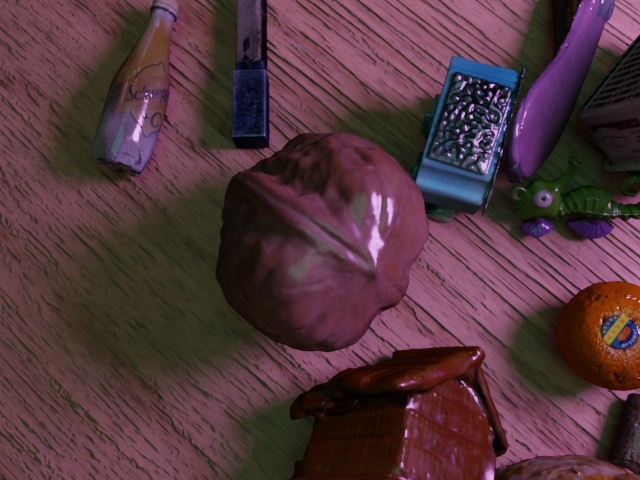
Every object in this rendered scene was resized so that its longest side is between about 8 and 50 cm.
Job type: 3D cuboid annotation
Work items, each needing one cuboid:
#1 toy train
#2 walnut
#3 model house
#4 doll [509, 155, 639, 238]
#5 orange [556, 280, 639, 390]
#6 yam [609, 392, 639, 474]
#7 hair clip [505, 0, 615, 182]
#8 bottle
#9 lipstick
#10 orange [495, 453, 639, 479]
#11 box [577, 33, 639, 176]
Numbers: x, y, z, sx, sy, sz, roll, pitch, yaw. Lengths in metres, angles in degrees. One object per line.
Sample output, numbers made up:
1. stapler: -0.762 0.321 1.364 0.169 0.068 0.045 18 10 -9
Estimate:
1. toy train: 0.182 -0.127 0.777 0.112 0.163 0.204 14 82 8
2. walnut: -0.002 0.002 0.721 0.273 0.273 0.227 -18 119 1
3. model house: 0.095 0.236 0.734 0.219 0.199 0.229 43 48 -26
4. doll: 0.344 -0.053 0.785 0.190 0.115 0.050 5 40 7
5. orange: 0.366 0.119 0.749 0.135 0.117 0.136 -5 71 15
6. yam: 0.399 0.244 0.762 0.043 0.043 0.094 20 81 7
7. hair clip: 0.319 -0.221 0.809 0.095 0.110 0.359 23 70 2
8. bottle: -0.256 -0.229 0.864 0.083 0.083 0.270 11 80 6
9. lipstick: -0.101 -0.291 0.883 0.051 0.051 0.313 -2 78 5
10. orange: 0.354 0.409 0.658 0.368 0.210 0.271 29 81 6
11. box: 0.473 -0.175 0.705 0.166 0.290 0.221 40 85 -11
